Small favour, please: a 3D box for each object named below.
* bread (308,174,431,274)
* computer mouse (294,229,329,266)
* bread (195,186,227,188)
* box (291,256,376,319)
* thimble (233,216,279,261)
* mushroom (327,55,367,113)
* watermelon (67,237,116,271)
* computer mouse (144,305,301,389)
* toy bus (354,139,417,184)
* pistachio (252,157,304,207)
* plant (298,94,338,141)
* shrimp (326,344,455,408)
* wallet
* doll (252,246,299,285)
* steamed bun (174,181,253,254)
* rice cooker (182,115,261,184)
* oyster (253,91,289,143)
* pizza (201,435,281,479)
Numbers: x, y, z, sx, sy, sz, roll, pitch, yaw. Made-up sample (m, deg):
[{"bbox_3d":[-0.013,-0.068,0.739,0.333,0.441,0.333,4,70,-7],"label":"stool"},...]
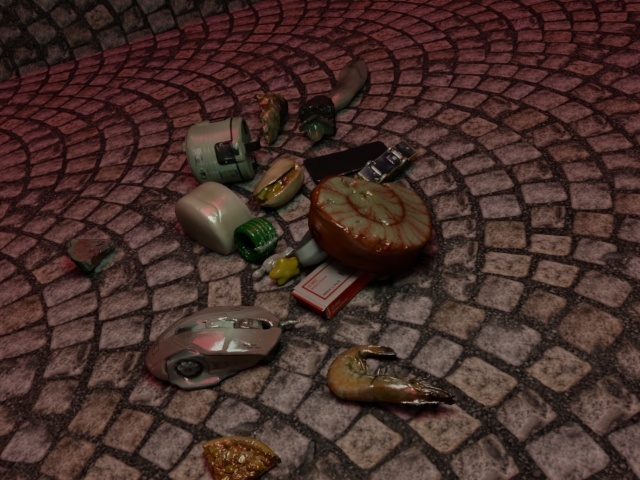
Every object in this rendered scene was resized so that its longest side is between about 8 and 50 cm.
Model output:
[{"bbox_3d":[0.131,-0.047,1.631,0.328,0.114,0.295,10,41,-16],"label":"bread"},{"bbox_3d":[0.000,0.000,1.718,0.128,0.079,0.231,-35,14,27],"label":"computer mouse"},{"bbox_3d":[-0.364,-0.141,2.044,0.084,0.080,0.109,3,6,17],"label":"bread"},{"bbox_3d":[0.043,0.105,1.619,0.123,0.050,0.229,25,51,37],"label":"box"},{"bbox_3d":[-0.181,-0.004,1.747,0.090,0.118,0.130,-35,26,-31],"label":"thimble"},{"bbox_3d":[0.102,-0.604,2.422,0.110,0.097,0.351,7,45,23],"label":"mushroom"},{"bbox_3d":[-0.684,0.042,1.869,0.139,0.071,0.187,-19,31,-19],"label":"watermelon"},{"bbox_3d":[-0.239,0.234,1.489,0.390,0.114,0.199,-15,42,-2],"label":"computer mouse"},{"bbox_3d":[0.207,-0.235,1.953,0.081,0.074,0.226,43,60,12],"label":"toy bus"},{"bbox_3d":[-0.131,-0.176,1.958,0.145,0.117,0.200,-24,26,55],"label":"pistachio"},{"bbox_3d":[-0.006,-0.433,2.212,0.143,0.131,0.203,1,32,14],"label":"plant"},{"bbox_3d":[0.158,0.295,1.364,0.296,0.058,0.169,3,39,23],"label":"shrimp"},{"bbox_3d":[0.094,-0.266,2.069,0.286,0.030,0.146,-17,37,-8],"label":"wallet"},{"bbox_3d":[-0.125,0.070,1.696,0.135,0.071,0.113,-22,32,-5],"label":"doll"},{"bbox_3d":[-0.324,-0.077,1.841,0.242,0.164,0.146,26,54,37],"label":"steamed bun"},{"bbox_3d":[-0.321,-0.301,2.062,0.244,0.225,0.226,-6,40,5],"label":"rice cooker"},{"bbox_3d":[-0.182,-0.484,2.325,0.111,0.166,0.341,-15,22,10],"label":"oyster"},{"bbox_3d":[-0.178,0.457,1.260,0.178,0.041,0.131,12,47,27],"label":"pizza"}]
